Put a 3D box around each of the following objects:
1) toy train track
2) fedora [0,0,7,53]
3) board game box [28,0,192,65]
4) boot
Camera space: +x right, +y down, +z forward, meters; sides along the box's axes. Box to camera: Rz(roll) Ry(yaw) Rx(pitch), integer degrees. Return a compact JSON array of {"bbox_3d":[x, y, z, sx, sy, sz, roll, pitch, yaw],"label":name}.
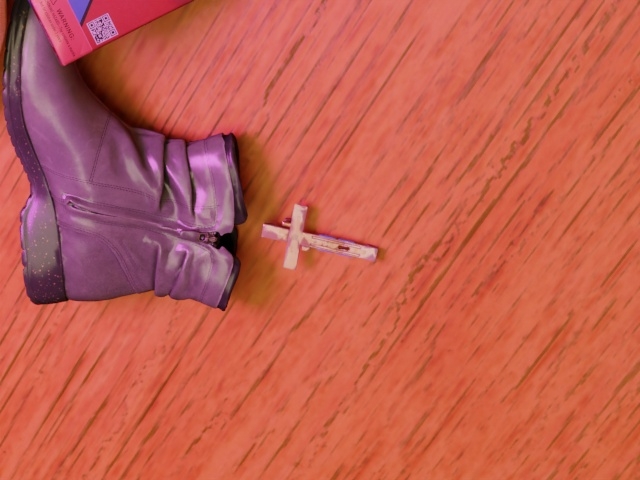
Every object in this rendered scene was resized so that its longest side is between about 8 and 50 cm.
[{"bbox_3d":[0.000,0.000,1.303,0.083,0.014,0.048,13,106,4],"label":"toy train track"},{"bbox_3d":[-0.276,-0.174,1.268,0.194,0.079,0.194,12,116,27],"label":"fedora"},{"bbox_3d":[-0.170,-0.273,1.201,0.145,0.027,0.281,-28,103,-9],"label":"board game box"},{"bbox_3d":[-0.133,-0.068,1.291,0.161,0.083,0.246,-2,110,3],"label":"boot"}]
